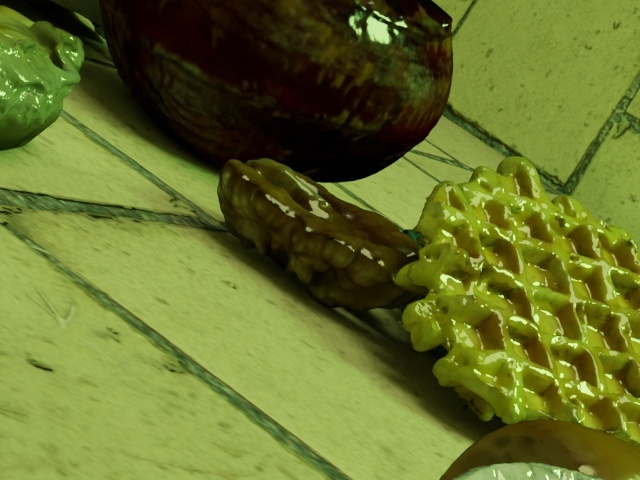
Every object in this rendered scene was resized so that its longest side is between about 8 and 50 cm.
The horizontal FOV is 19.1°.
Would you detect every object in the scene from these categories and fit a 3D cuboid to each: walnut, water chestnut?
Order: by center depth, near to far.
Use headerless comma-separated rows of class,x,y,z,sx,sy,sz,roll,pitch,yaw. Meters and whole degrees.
walnut,0.000,0.000,1.406,0.170,0.069,0.143,33,11,17
water chestnut,-0.027,-0.214,1.694,0.350,0.302,0.350,29,15,-8

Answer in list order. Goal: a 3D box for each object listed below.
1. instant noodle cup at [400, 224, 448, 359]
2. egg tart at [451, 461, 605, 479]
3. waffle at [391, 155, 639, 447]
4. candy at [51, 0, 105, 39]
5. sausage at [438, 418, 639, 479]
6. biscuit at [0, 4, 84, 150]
instant noodle cup,0.142,0.070,1.482,0.179,0.070,0.157,28,12,-23
egg tart,0.132,0.171,0.723,0.234,0.094,0.234,27,32,-19
waffle,0.192,0.072,1.374,0.312,0.060,0.307,38,34,-3
candy,-0.327,-0.355,1.881,0.427,0.186,0.386,39,8,18
sausage,0.199,0.186,0.974,0.354,0.116,0.134,26,0,-41
biscuit,-0.266,-0.144,1.318,0.329,0.078,0.335,35,10,34
